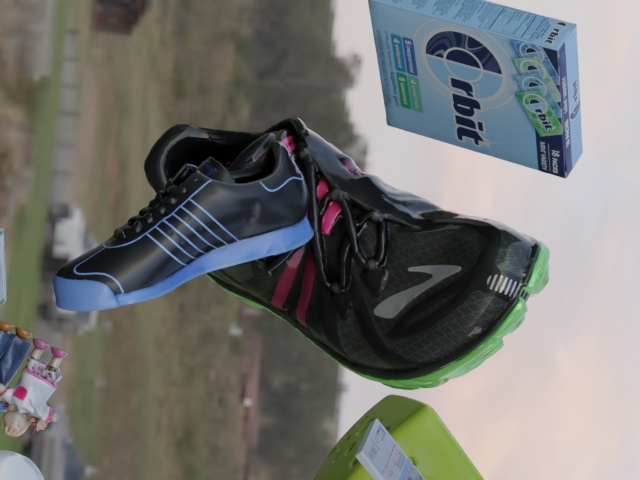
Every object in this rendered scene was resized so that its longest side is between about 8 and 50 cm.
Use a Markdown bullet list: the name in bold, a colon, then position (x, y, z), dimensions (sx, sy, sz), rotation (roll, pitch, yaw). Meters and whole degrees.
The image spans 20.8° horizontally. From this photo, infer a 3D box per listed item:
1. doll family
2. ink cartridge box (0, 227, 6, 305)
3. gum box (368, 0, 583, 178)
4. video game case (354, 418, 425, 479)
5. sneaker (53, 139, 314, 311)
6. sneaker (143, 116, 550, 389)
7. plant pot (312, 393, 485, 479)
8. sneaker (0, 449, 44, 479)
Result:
- **doll family**: position (-0.483, 0.179, 2.405), dimensions (0.163, 0.263, 0.118), rotation (-63, -164, -2)
- **ink cartridge box**: position (-0.423, 0.021, 1.622), dimensions (0.154, 0.212, 0.093), rotation (-40, 145, -45)
- **gum box**: position (0.139, -0.145, 1.544), dimensions (0.041, 0.184, 0.157), rotation (-53, 149, -32)
- **video game case**: position (0.081, 0.238, 1.702), dimensions (0.011, 0.122, 0.087), rotation (-36, -174, 18)
- **sneaker**: position (-0.120, -0.014, 1.459), dimensions (0.081, 0.232, 0.090), rotation (26, -47, 64)
- **sneaker**: position (0.000, 0.000, 1.632), dimensions (0.483, 0.202, 0.185), rotation (15, -111, 43)
- **plant pot**: position (0.087, 0.334, 2.080), dimensions (0.228, 0.207, 0.227), rotation (56, -9, -4)
- **sneaker**: position (-0.208, 0.223, 1.078), dimensions (0.094, 0.080, 0.212), rotation (134, -27, -57)
